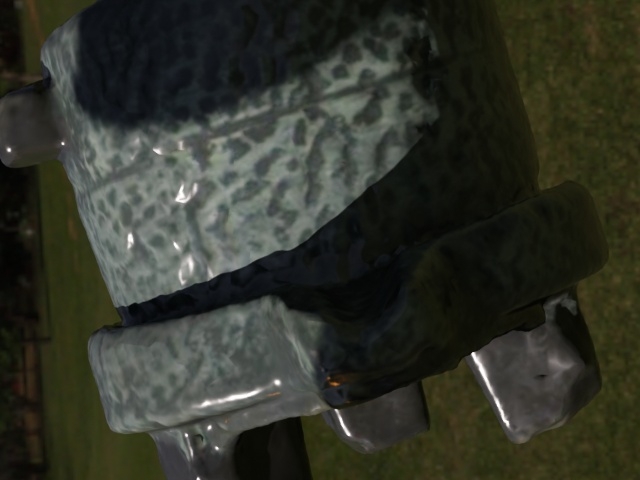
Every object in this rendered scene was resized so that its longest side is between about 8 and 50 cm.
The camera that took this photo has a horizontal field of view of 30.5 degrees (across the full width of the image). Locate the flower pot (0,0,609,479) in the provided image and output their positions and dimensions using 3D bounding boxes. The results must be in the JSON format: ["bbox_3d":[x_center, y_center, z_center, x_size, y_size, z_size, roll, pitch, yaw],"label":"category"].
[{"bbox_3d":[0.000,0.000,0.608,0.299,0.299,0.282,169,83,-77],"label":"flower pot"}]
